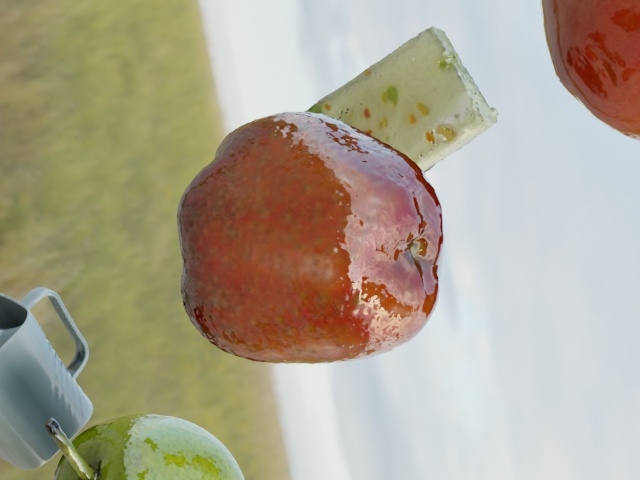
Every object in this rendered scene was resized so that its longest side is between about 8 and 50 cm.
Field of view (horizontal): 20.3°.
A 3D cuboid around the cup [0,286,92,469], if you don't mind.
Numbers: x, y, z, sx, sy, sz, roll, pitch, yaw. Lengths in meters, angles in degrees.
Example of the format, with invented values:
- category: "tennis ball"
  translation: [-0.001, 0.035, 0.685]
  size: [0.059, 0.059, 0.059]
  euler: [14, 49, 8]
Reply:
- category: "cup"
  translation: [-0.261, 0.109, 1.548]
  size: [0.095, 0.128, 0.129]
  euler: [18, -33, 48]

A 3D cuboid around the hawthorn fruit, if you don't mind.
- category: "hawthorn fruit"
  translation: [0.000, 0.000, 0.922]
  size: [0.133, 0.138, 0.133]
  euler: [-34, 131, -52]

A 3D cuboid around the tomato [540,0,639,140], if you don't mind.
- category: "tomato"
  translation: [0.276, -0.194, 1.272]
  size: [0.180, 0.260, 0.260]
  euler: [61, 14, -70]

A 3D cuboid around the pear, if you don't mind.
- category: "pear"
  translation: [-0.154, 0.217, 1.435]
  size: [0.216, 0.166, 0.180]
  euler: [49, 57, -44]

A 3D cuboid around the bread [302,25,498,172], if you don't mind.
- category: "bread"
  translation: [0.024, -0.057, 1.037]
  size: [0.068, 0.154, 0.028]
  euler: [62, 19, 14]
